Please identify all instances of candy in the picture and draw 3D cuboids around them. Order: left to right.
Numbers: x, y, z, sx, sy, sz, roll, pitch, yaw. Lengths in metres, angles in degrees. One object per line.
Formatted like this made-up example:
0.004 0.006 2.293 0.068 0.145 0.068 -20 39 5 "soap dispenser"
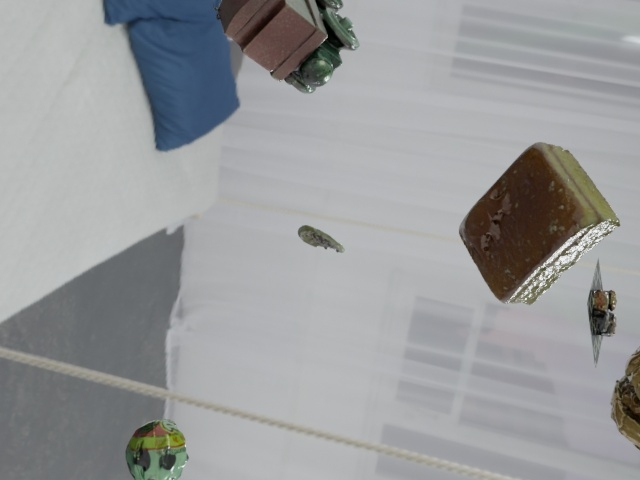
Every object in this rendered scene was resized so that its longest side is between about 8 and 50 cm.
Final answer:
-0.239 0.411 0.969 0.083 0.091 0.305 9 81 -44 "candy"

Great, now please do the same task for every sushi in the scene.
0.682 0.174 1.629 0.192 0.040 0.210 -54 134 -43 "sushi"

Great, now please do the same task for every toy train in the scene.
-0.065 -0.385 1.132 0.150 0.221 0.304 -40 -137 25 "toy train"

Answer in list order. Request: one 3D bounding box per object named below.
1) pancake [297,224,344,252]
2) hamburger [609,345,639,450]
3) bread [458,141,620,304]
-0.003 -0.004 1.759 0.116 0.130 0.022 40 67 -39 "pancake"
0.532 0.221 0.862 0.260 0.283 0.144 -19 135 -46 "hamburger"
0.350 -0.027 1.140 0.234 0.111 0.184 -56 -138 39 "bread"
